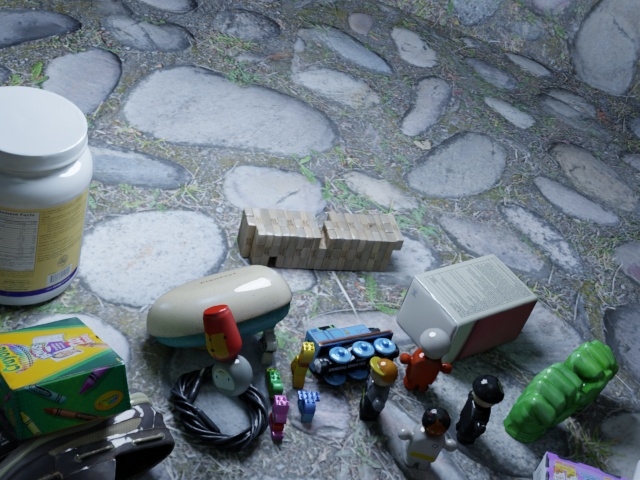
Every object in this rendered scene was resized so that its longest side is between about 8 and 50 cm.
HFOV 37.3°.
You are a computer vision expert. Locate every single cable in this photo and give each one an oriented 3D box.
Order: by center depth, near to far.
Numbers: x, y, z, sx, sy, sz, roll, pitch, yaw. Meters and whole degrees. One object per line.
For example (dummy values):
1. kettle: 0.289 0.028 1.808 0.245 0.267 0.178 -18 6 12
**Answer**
1. cable: -0.170 0.280 1.610 0.150 0.047 0.184 -5 44 -28

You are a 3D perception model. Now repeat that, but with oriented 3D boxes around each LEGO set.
1. LEGO set: -0.049 0.234 1.681 0.087 0.093 0.227 5 39 -17

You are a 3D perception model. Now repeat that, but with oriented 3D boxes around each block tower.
1. block tower: 0.000 0.000 1.996 0.335 0.097 0.091 2 40 -18

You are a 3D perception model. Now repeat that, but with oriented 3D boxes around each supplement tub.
1. supplement tub: -0.530 -0.076 1.667 0.241 0.331 0.241 12 37 -9

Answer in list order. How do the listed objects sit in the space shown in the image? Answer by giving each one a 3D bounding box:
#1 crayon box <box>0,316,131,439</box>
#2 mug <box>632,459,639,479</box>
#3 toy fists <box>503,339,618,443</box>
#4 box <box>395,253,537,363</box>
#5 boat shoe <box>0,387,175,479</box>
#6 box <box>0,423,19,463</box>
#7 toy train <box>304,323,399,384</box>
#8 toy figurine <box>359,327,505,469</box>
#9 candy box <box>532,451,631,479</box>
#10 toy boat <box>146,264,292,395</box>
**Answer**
1. crayon box: -0.416 0.204 1.461 0.165 0.081 0.278 -12 16 -27
2. mug: 0.603 0.444 1.725 0.078 0.062 0.064 28 46 22
3. toy fists: 0.467 0.282 1.798 0.279 0.142 0.096 -20 52 -39
4. box: 0.295 0.139 1.917 0.232 0.127 0.149 -13 48 -34
5. boat shoe: -0.353 0.343 1.388 0.130 0.132 0.355 35 41 21
6. box: -0.680 0.304 1.327 0.318 0.097 0.395 39 42 21
7. toy train: 0.058 0.205 1.777 0.184 0.080 0.105 -8 39 -30
8. toy figurine: 0.193 0.276 1.685 0.209 0.148 0.213 -17 50 -38
9. candy box: 0.447 0.476 1.608 0.164 0.070 0.196 19 37 0
10. toy boat: -0.170 0.154 1.647 0.267 0.148 0.318 -14 13 -4
